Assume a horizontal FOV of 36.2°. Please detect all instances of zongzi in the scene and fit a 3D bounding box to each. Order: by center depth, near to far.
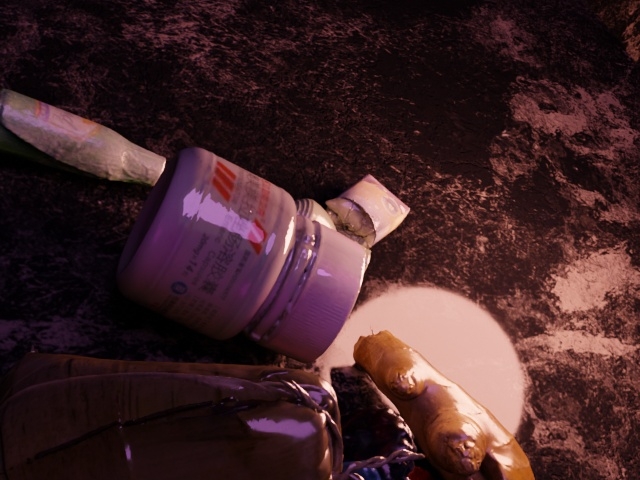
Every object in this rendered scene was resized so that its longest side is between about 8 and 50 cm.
[{"bbox_3d":[-0.163,0.176,1.148,0.500,0.218,0.467,-16,30,0],"label":"zongzi"}]

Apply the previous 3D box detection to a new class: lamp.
[{"bbox_3d":[0.000,0.000,1.728,0.193,0.106,0.106,33,41,-20],"label":"lamp"}]

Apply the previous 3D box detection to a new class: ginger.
[{"bbox_3d":[0.184,0.308,1.551,0.375,0.166,0.236,32,27,6],"label":"ginger"}]

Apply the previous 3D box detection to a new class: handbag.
[{"bbox_3d":[0.079,-0.047,1.832,0.117,0.095,0.173,40,34,10],"label":"handbag"}]

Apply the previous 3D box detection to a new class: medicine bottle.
[{"bbox_3d":[-0.120,0.032,1.493,0.325,0.256,0.256,28,43,-15],"label":"medicine bottle"}]

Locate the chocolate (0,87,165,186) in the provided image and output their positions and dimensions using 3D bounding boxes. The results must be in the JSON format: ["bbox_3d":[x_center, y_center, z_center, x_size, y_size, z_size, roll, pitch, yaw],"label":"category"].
[{"bbox_3d":[-0.395,-0.154,1.584,0.291,0.110,0.110,17,46,-25],"label":"chocolate"}]

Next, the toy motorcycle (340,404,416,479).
[{"bbox_3d":[-0.060,0.362,1.168,0.172,0.416,0.232,57,9,-38],"label":"toy motorcycle"}]

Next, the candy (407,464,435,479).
[{"bbox_3d":[0.168,0.425,1.499,0.086,0.059,0.292,-11,60,-39],"label":"candy"}]

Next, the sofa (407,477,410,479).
[{"bbox_3d":[0.038,0.429,1.301,0.182,0.200,0.258,-7,60,-42],"label":"sofa"}]
